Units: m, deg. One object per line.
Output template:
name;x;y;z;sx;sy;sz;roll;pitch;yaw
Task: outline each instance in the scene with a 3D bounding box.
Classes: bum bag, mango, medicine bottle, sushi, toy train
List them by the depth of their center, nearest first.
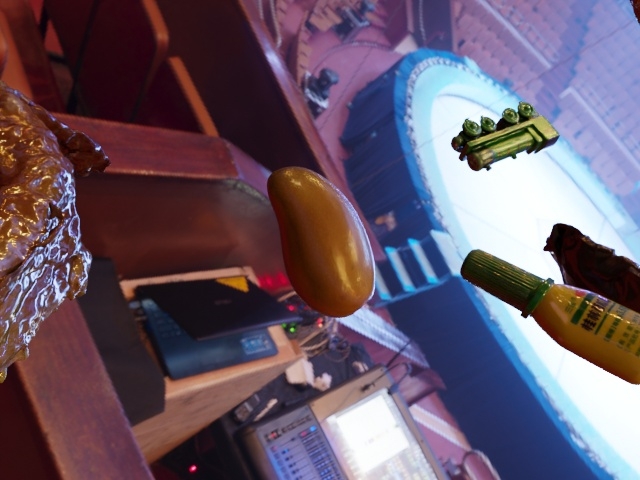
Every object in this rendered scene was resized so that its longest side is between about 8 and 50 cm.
sushi;-0.248;0.015;0.434;0.166;0.179;0.296;3;48;-11
mango;0.000;0.000;0.728;0.102;0.085;0.184;-24;90;-14
medicine bottle;0.348;0.101;0.936;0.308;0.076;0.111;28;47;29
bum bag;0.502;0.083;1.080;0.326;0.079;0.142;52;-16;54
toy train;0.400;-0.223;1.393;0.251;0.085;0.119;-23;67;-25

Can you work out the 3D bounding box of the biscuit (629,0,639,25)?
biscuit;0.343;-0.200;0.579;0.054;0.094;0.379;26;48;-25
